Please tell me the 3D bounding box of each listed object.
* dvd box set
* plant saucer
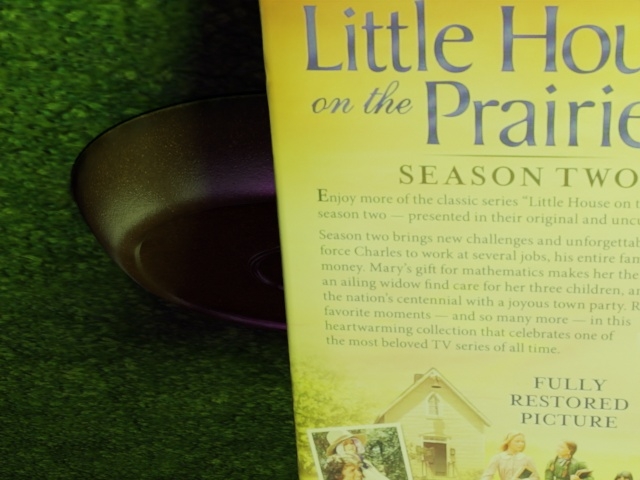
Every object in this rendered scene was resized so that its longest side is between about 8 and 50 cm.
[{"bbox_3d":[0.137,0.055,0.687,0.308,0.062,0.420,0,119,9],"label":"dvd box set"},{"bbox_3d":[0.000,0.000,0.931,0.311,0.050,0.310,4,158,2],"label":"plant saucer"}]
